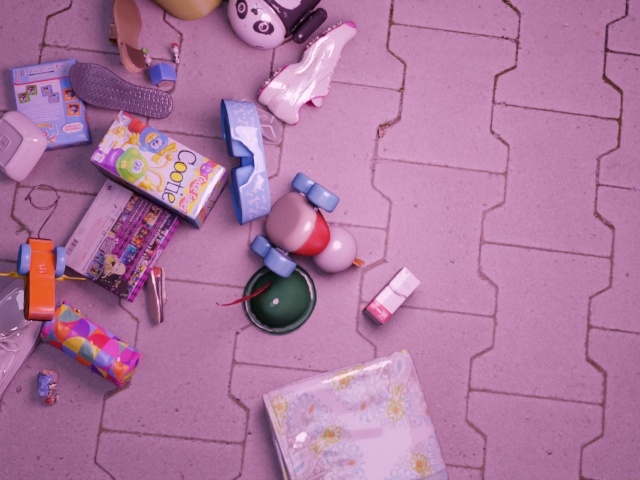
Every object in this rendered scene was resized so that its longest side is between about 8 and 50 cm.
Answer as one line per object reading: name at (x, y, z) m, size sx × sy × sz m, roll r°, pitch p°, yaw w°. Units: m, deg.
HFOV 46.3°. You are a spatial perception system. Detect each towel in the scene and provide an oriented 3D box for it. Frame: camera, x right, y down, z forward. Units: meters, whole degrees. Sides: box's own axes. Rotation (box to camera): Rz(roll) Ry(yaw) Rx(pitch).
towel at (0.077, 0.454, 1.730) m, size 0.375 × 0.090 × 0.320 m, roll -16°, pitch 84°, yaw -6°

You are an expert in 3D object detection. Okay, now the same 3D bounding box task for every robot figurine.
robot figurine at (-0.103, -0.598, 1.831) m, size 0.209 × 0.173 × 0.278 m, roll 32°, pitch 78°, yaw 41°

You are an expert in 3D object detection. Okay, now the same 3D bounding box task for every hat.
hat at (-0.101, 0.134, 1.717) m, size 0.173 × 0.183 × 0.208 m, roll 45°, pitch 81°, yaw 3°

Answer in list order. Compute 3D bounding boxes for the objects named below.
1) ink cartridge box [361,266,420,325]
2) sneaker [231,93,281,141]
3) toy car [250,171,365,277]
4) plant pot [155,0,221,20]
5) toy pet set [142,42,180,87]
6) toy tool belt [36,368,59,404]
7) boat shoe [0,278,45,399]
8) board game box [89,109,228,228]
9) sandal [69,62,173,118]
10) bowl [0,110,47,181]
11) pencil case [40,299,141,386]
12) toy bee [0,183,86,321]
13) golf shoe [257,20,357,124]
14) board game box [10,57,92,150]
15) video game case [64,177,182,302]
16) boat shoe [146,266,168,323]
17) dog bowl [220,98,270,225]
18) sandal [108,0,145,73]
ink cartridge box at (0.168, 0.133, 1.777) m, size 0.056 × 0.099 × 0.135 m, roll 43°, pitch 82°, yaw 3°
sneaker at (-0.160, -0.301, 1.848) m, size 0.152 × 0.061 × 0.053 m, roll 41°, pitch 73°, yaw -16°
toy car at (0.000, 0.000, 1.772) m, size 0.238 × 0.210 × 0.219 m, roll 32°, pitch 94°, yaw -27°
plant pot at (-0.341, -0.658, 1.771) m, size 0.276 × 0.254 × 0.276 m, roll -2°, pitch 79°, yaw 9°
toy pet set at (-0.404, -0.437, 1.844) m, size 0.122 × 0.065 × 0.114 m, roll -13°, pitch 82°, yaw -5°
toy tool belt at (-0.629, 0.337, 1.720) m, size 0.052 × 0.051 × 0.083 m, roll -4°, pitch 82°, yaw -4°
boat shoe at (-0.737, 0.241, 1.674) m, size 0.136 × 0.156 × 0.367 m, roll 28°, pitch 81°, yaw 1°
board game box at (-0.374, -0.163, 1.765) m, size 0.275 × 0.144 × 0.142 m, roll 30°, pitch 81°, yaw 0°
sandal at (-0.489, -0.357, 1.830) m, size 0.255 × 0.054 × 0.097 m, roll 20°, pitch 97°, yaw -14°
bowl at (-0.732, -0.227, 1.768) m, size 0.142 × 0.053 × 0.142 m, roll 41°, pitch 99°, yaw 18°
pencil case at (-0.525, 0.234, 1.719) m, size 0.236 × 0.104 × 0.104 m, roll 35°, pitch 81°, yaw 1°
toy bee at (-0.626, 0.055, 1.692) m, size 0.195 × 0.162 × 0.298 m, roll 26°, pitch 57°, yaw -17°
golf shoe at (-0.012, -0.412, 1.854) m, size 0.306 × 0.115 × 0.140 m, roll -42°, pitch 97°, yaw -2°
board game box at (-0.656, -0.327, 1.824) m, size 0.160 × 0.039 × 0.211 m, roll -10°, pitch 82°, yaw -5°
video game case at (-0.473, -0.002, 1.764) m, size 0.210 × 0.042 × 0.232 m, roll 27°, pitch 81°, yaw 14°
boat shoe at (-0.383, 0.129, 1.772) m, size 0.043 × 0.049 × 0.137 m, roll -2°, pitch 78°, yaw -44°
dog bowl at (-0.175, -0.187, 1.756) m, size 0.074 × 0.166 × 0.297 m, roll -10°, pitch 98°, yaw -13°
sandal at (-0.492, -0.499, 1.839) m, size 0.079 × 0.088 × 0.240 m, roll -28°, pitch 62°, yaw 27°
